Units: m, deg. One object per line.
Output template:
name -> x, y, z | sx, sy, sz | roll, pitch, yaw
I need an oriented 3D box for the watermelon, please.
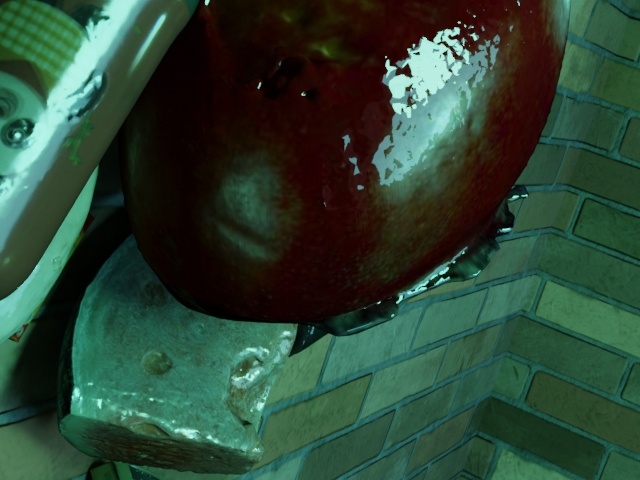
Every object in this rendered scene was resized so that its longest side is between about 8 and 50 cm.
watermelon -> -0.110, 0.100, 1.177 | 0.318, 0.226, 0.148 | -37, 172, -35

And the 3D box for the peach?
peach -> 0.001, -0.128, 1.047 | 0.353, 0.339, 0.416 | 12, 102, -55

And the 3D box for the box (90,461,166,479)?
box -> -0.146, 0.365, 1.316 | 0.045, 0.270, 0.211 | -24, 155, 5

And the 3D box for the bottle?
bottle -> -0.213, -0.062, 0.836 | 0.336, 0.144, 0.144 | -63, 159, -11

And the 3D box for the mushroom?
mushroom -> -0.216, -0.020, 0.945 | 0.223, 0.092, 0.081 | -60, 170, -16

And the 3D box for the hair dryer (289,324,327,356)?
hair dryer -> 0.000, 0.000, 1.522 | 0.197, 0.089, 0.251 | -21, 124, -62

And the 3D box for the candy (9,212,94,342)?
candy -> -0.231, 0.012, 1.011 | 0.122, 0.038, 0.062 | -61, 158, -17
